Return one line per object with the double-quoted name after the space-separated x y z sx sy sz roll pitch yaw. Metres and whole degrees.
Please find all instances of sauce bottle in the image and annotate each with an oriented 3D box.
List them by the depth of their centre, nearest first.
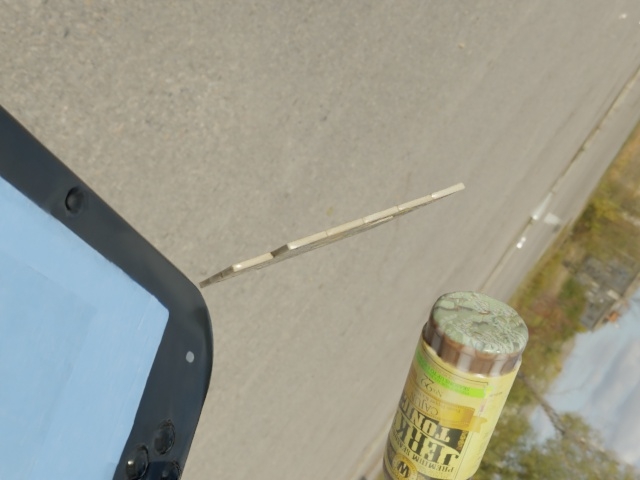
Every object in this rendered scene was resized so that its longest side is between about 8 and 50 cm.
0.134 0.225 0.884 0.111 0.111 0.345 -33 141 -53 "sauce bottle"

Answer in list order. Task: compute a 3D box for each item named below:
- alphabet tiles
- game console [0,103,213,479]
0.000 0.000 0.789 0.237 0.009 0.198 -19 178 -26 "alphabet tiles"
-0.178 0.116 0.350 0.386 0.060 0.342 55 40 -56 "game console"
